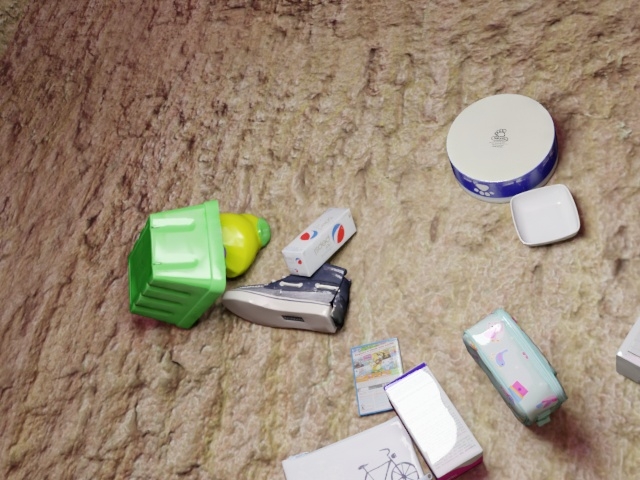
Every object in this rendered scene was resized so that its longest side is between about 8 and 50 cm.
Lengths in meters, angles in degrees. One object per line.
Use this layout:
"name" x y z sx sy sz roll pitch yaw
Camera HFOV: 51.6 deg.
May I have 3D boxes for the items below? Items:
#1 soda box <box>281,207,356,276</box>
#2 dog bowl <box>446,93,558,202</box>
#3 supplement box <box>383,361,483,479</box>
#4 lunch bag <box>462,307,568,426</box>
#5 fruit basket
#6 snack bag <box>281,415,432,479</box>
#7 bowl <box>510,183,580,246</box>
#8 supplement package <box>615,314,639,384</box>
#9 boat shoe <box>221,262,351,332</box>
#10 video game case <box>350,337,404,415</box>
"soda box" 0.000 0.000 1.690 0.069 0.073 0.216 5 36 41
"dog bowl" 0.453 -0.232 1.658 0.265 0.104 0.264 -10 61 18
"supplement box" 0.240 0.391 1.410 0.114 0.111 0.220 -31 57 -5
"lunch bag" 0.392 0.261 1.328 0.108 0.279 0.224 -36 67 3
"fruit basket" -0.296 0.054 1.742 0.392 0.392 0.282 -15 68 16
"snack bag" 0.095 0.580 1.432 0.323 0.037 0.342 -25 57 11
"bowl" 0.530 -0.052 1.562 0.142 0.053 0.142 -15 59 16
"supplement package" 0.711 0.178 1.314 0.139 0.134 0.244 31 80 33
"boat shoe" -0.079 0.133 1.704 0.341 0.127 0.158 7 55 23
"video game case" 0.138 0.320 1.561 0.119 0.015 0.166 -16 59 16
